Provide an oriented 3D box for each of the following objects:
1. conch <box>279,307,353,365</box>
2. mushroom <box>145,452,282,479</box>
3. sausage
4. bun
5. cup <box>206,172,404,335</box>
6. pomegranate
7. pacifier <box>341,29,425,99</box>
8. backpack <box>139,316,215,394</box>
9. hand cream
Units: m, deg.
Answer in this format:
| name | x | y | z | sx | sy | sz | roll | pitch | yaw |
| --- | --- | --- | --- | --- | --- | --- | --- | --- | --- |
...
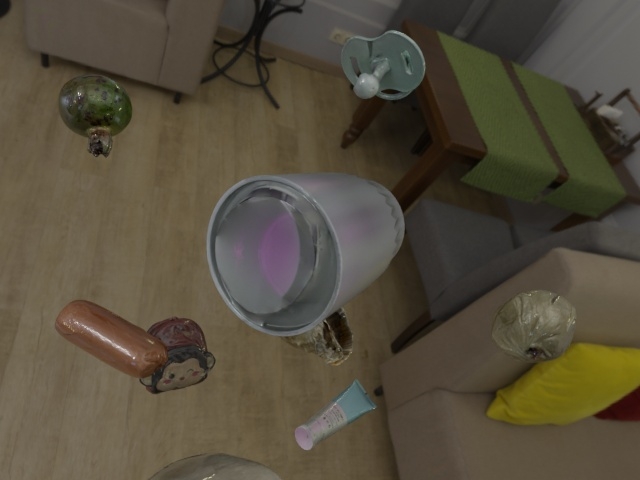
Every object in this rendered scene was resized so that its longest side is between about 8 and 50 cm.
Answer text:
| name | x | y | z | sx | sy | sz | roll | pitch | yaw |
| --- | --- | --- | --- | --- | --- | --- | --- | --- | --- |
| conch | -0.039 | 0.196 | 1.168 | 0.210 | 0.159 | 0.291 | 41 | 23 | -53 |
| mushroom | -0.104 | 0.195 | 0.308 | 0.212 | 0.097 | 0.088 | 15 | 66 | -54 |
| sausage | -0.550 | 0.263 | 1.249 | 0.304 | 0.121 | 0.121 | 25 | 46 | 11 |
| bun | 0.426 | 0.183 | 0.936 | 0.173 | 0.167 | 0.113 | 50 | 35 | -35 |
| cup | 0.000 | 0.000 | 0.856 | 0.253 | 0.253 | 0.372 | 52 | 30 | 12 |
| pomegranate | -0.594 | -0.327 | 1.244 | 0.179 | 0.179 | 0.210 | 4 | 98 | -28 |
| pacifier | 0.092 | -0.266 | 0.762 | 0.150 | 0.126 | 0.116 | 12 | 56 | 30 |
| backpack | -0.429 | 0.329 | 1.381 | 0.229 | 0.139 | 0.229 | -8 | 103 | -36 |
| hand cream | 0.049 | 0.525 | 1.428 | 0.312 | 0.070 | 0.111 | -11 | 58 | -49 |
